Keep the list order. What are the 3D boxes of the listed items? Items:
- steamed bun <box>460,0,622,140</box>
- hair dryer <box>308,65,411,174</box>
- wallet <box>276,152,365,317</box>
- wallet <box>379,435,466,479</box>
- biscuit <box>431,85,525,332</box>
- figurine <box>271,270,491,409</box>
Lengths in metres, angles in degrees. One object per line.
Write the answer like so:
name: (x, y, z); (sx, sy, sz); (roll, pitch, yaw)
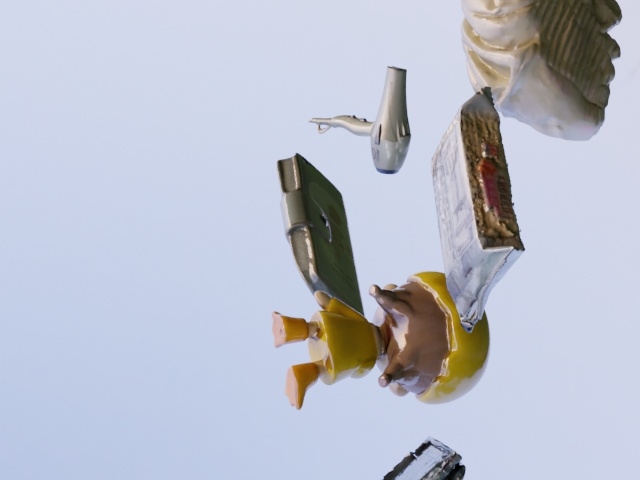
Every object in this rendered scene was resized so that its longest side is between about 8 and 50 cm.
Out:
steamed bun: (0.381, -0.362, 2.351); (0.352, 0.247, 0.339); (31, -117, -30)
hair dryer: (0.071, -0.214, 2.041); (0.067, 0.167, 0.199); (-12, -142, -46)
wallet: (0.000, 0.000, 2.693); (0.252, 0.083, 0.360); (44, -153, -45)
wallet: (0.063, 0.415, 1.799); (0.075, 0.342, 0.237); (47, 173, -3)
biscuit: (0.213, -0.046, 1.819); (0.079, 0.186, 0.309); (3, -125, -15)
figurine: (0.105, 0.167, 2.068); (0.343, 0.187, 0.215); (-9, -91, -16)
